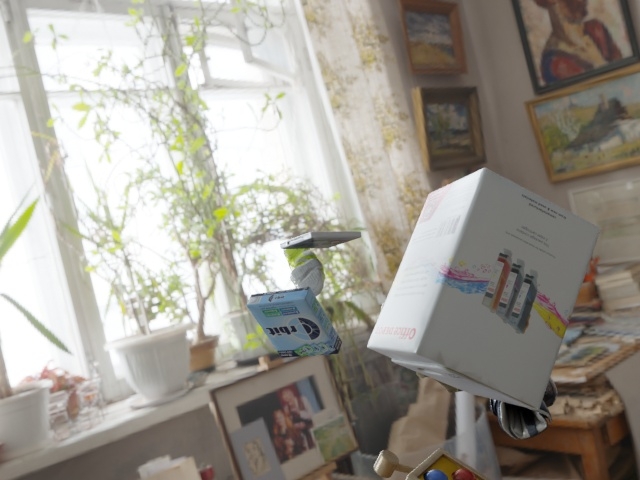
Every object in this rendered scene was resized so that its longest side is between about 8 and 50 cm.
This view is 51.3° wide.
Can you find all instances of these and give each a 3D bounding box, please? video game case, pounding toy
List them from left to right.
[{"bbox_3d":[0.000,0.000,1.686,0.157,0.019,0.143,-1,-11,-37],"label":"video game case"},{"bbox_3d":[0.182,0.378,1.048,0.206,0.094,0.181,28,19,28],"label":"pounding toy"}]

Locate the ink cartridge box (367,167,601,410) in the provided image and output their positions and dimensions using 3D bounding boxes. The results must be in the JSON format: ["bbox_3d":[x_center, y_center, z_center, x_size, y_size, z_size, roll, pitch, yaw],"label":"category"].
[{"bbox_3d":[0.146,0.048,0.620,0.127,0.176,0.128,26,-12,-10],"label":"ink cartridge box"}]

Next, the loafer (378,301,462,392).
[{"bbox_3d":[0.119,0.126,0.753,0.050,0.148,0.056,-47,8,26],"label":"loafer"}]

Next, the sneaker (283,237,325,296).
[{"bbox_3d":[-0.031,0.096,1.771,0.091,0.126,0.240,-20,37,0],"label":"sneaker"}]

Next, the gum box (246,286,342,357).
[{"bbox_3d":[-0.059,0.191,1.525,0.157,0.184,0.041,-9,38,27],"label":"gum box"}]

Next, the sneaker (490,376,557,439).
[{"bbox_3d":[0.361,0.282,1.155,0.086,0.226,0.163,-40,35,21],"label":"sneaker"}]
